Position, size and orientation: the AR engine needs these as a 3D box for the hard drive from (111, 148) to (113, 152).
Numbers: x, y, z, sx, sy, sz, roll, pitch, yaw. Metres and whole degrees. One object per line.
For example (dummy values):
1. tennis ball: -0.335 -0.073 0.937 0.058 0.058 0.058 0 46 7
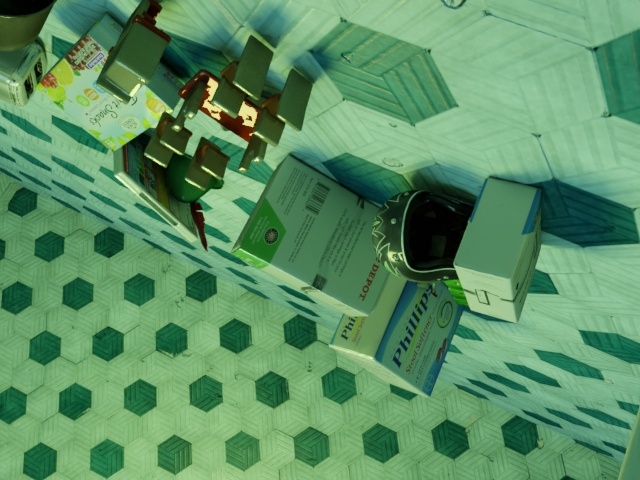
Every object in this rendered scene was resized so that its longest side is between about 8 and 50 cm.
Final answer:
1. hard drive: -0.475 -0.211 1.426 0.094 0.022 0.135 64 -169 24

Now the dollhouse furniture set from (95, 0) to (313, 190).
1. dollhouse furniture set: -0.176 -0.222 0.836 0.259 0.135 0.262 32 146 -31

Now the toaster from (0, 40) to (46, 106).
1. toaster: -0.654 -0.369 1.151 0.146 0.129 0.227 27 163 -18

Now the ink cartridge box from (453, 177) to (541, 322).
1. ink cartridge box: 0.280 0.021 0.870 0.086 0.148 0.203 15 162 28

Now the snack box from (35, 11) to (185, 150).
1. snack box: -0.364 -0.266 0.984 0.207 0.070 0.174 -16 134 41

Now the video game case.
1. video game case: -0.410 -0.142 1.413 0.285 0.025 0.204 51 -166 -46

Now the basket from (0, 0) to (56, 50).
1. basket: -0.475 -0.371 0.814 0.204 0.154 0.227 33 167 -21

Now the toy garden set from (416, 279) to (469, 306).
1. toy garden set: 0.286 0.080 1.229 0.204 0.049 0.244 9 160 27

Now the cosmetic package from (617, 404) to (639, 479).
1. cosmetic package: 0.430 0.158 0.492 0.230 0.453 0.161 11 158 47

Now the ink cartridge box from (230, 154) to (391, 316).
1. ink cartridge box: 0.000 0.000 1.135 0.289 0.211 0.121 30 164 -12

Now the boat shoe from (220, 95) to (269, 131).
1. boat shoe: -0.115 -0.211 0.949 0.043 0.049 0.137 -12 -177 -43

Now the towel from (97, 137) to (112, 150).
1. towel: -0.539 -0.250 1.543 0.148 0.027 0.110 18 164 28

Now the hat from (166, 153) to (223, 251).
1. hat: -0.358 -0.105 1.426 0.209 0.183 0.173 11 158 45

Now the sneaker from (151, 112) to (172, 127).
1. sneaker: -0.396 -0.281 1.131 0.217 0.079 0.121 0 148 42

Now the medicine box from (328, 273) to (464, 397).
1. medicine box: 0.199 0.208 1.404 0.149 0.263 0.289 11 159 43

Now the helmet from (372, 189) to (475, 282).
1. helmet: 0.166 -0.007 0.941 0.162 0.169 0.169 10 163 5
